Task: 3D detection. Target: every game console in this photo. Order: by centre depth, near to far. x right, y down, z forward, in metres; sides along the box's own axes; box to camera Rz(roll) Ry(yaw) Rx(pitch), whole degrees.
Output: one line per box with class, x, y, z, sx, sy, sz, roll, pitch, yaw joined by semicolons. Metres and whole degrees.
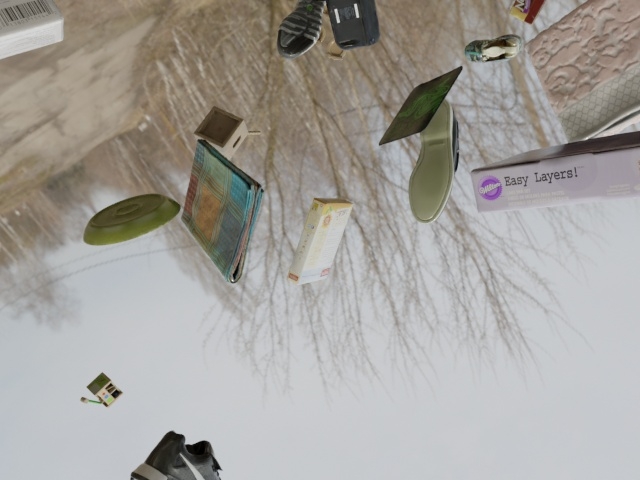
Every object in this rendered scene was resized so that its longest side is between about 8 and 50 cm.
game console;0.037;-0.546;1.274;0.213;0.361;0.044;-5;-126;11

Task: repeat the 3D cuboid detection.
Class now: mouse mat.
mouse mat;0.186;-0.253;1.172;0.153;0.007;0.189;-58;-162;-11

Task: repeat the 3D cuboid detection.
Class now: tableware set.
tableware set;0.035;-0.596;1.713;0.020;0.141;0.169;-16;138;-57

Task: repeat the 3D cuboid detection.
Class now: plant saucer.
plant saucer;-0.458;-0.060;1.475;0.240;0.037;0.241;-12;-155;6

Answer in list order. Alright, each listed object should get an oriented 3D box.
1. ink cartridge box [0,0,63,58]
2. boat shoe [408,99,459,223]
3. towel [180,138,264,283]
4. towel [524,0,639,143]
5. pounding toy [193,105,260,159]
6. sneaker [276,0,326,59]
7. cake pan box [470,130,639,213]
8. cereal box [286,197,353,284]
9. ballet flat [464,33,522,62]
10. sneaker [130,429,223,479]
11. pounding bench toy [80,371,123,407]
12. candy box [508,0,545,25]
ink cartridge box;-0.613;-0.401;0.981;0.296;0.261;0.066;-29;174;-29
boat shoe;0.321;-0.208;1.678;0.127;0.341;0.113;-3;170;33
towel;-0.274;-0.086;1.610;0.040;0.272;0.370;2;-155;-36
towel;0.630;-0.396;1.314;0.331;0.053;0.317;-31;-119;39
pounding toy;-0.275;-0.321;1.832;0.141;0.130;0.100;-58;163;-17
sneaker;-0.043;-0.465;1.379;0.132;0.086;0.229;123;-10;-64
cake pan box;0.366;-0.100;0.832;0.266;0.070;0.245;-5;-172;38
cereal box;0.000;0.000;1.704;0.173;0.047;0.240;-5;119;-62
ballet flat;0.445;-0.471;1.520;0.188;0.070;0.070;-19;-168;-24
sneaker;-0.183;0.370;0.947;0.078;0.234;0.106;1;-130;39
pounding bench toy;-0.547;0.387;1.530;0.052;0.065;0.083;19;-126;44
candy box;0.414;-0.479;1.159;0.187;0.053;0.109;-51;168;-56
